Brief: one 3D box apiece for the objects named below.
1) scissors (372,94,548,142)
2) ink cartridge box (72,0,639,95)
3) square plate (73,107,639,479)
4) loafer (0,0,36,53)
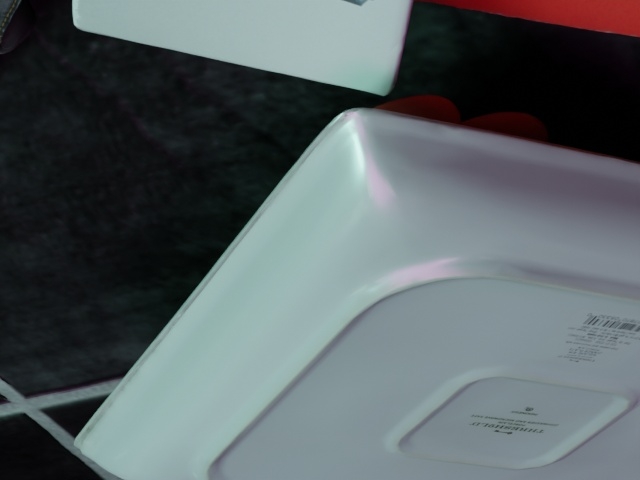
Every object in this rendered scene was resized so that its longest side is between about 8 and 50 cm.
[{"bbox_3d":[0.000,0.000,0.805,0.109,0.021,0.297,-4,161,-32],"label":"scissors"},{"bbox_3d":[0.044,-0.170,0.576,0.261,0.066,0.296,11,144,1],"label":"ink cartridge box"},{"bbox_3d":[0.091,0.072,0.832,0.347,0.049,0.344,10,146,-24],"label":"square plate"},{"bbox_3d":[-0.152,-0.109,0.721,0.061,0.062,0.170,10,154,-39],"label":"loafer"}]
